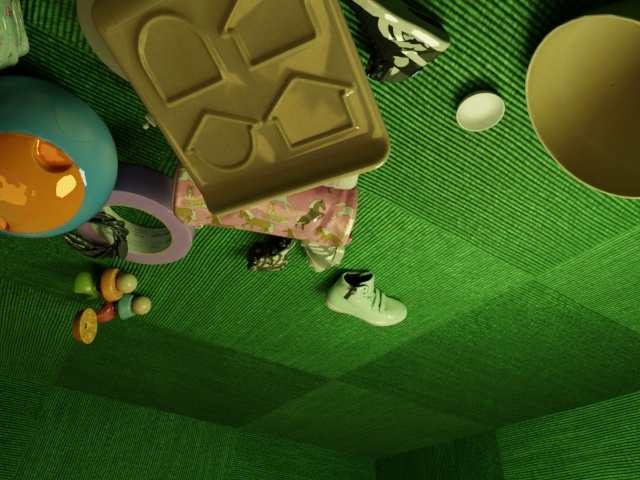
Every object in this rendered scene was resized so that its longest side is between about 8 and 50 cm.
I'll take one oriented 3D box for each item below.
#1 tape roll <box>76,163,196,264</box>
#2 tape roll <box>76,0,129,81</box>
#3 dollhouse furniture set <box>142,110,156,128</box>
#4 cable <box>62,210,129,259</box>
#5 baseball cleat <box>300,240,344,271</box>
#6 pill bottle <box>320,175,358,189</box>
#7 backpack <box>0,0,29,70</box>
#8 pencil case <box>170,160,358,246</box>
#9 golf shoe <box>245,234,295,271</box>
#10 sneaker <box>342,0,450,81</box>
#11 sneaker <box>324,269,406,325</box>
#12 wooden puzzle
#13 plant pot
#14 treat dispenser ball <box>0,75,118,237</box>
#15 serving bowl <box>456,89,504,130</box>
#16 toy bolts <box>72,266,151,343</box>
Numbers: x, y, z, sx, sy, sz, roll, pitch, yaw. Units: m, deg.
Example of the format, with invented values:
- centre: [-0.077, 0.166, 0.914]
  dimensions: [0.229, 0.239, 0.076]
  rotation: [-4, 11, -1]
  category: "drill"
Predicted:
- centre: [-0.439, -0.055, 1.100]
  dimensions: [0.275, 0.090, 0.274]
  rotation: [2, 143, 2]
  category: "tape roll"
- centre: [-0.257, -0.345, 0.723]
  dimensions: [0.220, 0.072, 0.219]
  rotation: [3, 142, 3]
  category: "tape roll"
- centre: [-0.282, -0.222, 0.874]
  dimensions: [0.091, 0.081, 0.114]
  rotation: [-16, 138, 24]
  category: "dollhouse furniture set"
- centre: [-0.522, -0.019, 1.054]
  dimensions: [0.151, 0.047, 0.184]
  rotation: [16, 144, -7]
  category: "cable"
- centre: [0.000, 0.000, 1.157]
  dimensions: [0.110, 0.072, 0.205]
  rotation: [-17, 142, 2]
  category: "baseball cleat"
- centre: [-0.079, -0.187, 0.828]
  dimensions: [0.302, 0.169, 0.169]
  rotation: [5, 142, -1]
  category: "pill bottle"
- centre: [-0.539, -0.348, 0.708]
  dimensions: [0.152, 0.115, 0.181]
  rotation: [24, 136, 7]
  category: "backpack"
- centre: [-0.107, -0.088, 0.969]
  dimensions: [0.387, 0.159, 0.167]
  rotation: [8, 150, -6]
  category: "pencil case"
- centre: [-0.112, 0.029, 1.197]
  dimensions: [0.094, 0.077, 0.198]
  rotation: [19, 148, -35]
  category: "golf shoe"
- centre: [0.087, -0.312, 0.707]
  dimensions: [0.217, 0.079, 0.121]
  rotation: [16, 142, -30]
  category: "sneaker"
- centre: [0.156, 0.164, 1.317]
  dimensions: [0.256, 0.094, 0.151]
  rotation: [14, 138, -13]
  category: "sneaker"
- centre: [-0.102, -0.230, 0.647]
  dimensions: [0.323, 0.080, 0.347]
  rotation: [-14, 116, 22]
  category: "wooden puzzle"
- centre: [0.485, -0.231, 0.672]
  dimensions: [0.191, 0.284, 0.284]
  rotation: [-33, 140, -9]
  category: "plant pot"
- centre: [-0.526, -0.147, 0.829]
  dimensions: [0.289, 0.288, 0.288]
  rotation: [3, 142, 2]
  category: "treat dispenser ball"
- centre: [0.290, -0.241, 0.835]
  dimensions: [0.084, 0.027, 0.083]
  rotation: [2, 142, 2]
  category: "serving bowl"
- centre: [-0.618, 0.205, 1.382]
  dimensions: [0.159, 0.218, 0.228]
  rotation: [-2, 160, -1]
  category: "toy bolts"
